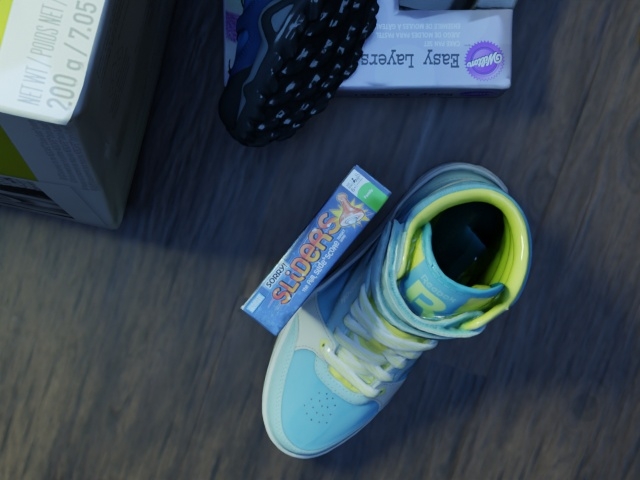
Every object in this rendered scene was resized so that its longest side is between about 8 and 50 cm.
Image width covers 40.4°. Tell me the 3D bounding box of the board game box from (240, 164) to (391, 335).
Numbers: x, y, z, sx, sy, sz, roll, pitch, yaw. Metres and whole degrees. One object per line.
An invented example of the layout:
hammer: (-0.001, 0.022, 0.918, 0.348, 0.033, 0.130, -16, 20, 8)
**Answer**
board game box: (0.000, 0.000, 0.723, 0.035, 0.201, 0.136, 39, 94, -1)

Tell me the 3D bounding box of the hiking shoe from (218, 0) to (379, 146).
hiking shoe: (-0.020, -0.227, 0.706, 0.132, 0.113, 0.304, 30, 103, 30)

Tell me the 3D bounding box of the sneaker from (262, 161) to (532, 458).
sneaker: (0.052, 0.069, 0.723, 0.127, 0.208, 0.319, 35, 95, -2)

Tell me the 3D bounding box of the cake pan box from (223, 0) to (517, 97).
cake pan box: (0.046, -0.251, 0.771, 0.266, 0.070, 0.246, 2, 97, 2)

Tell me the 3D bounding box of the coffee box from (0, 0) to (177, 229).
coffee box: (-0.274, -0.228, 0.598, 0.334, 0.338, 0.338, 13, 81, -7)
